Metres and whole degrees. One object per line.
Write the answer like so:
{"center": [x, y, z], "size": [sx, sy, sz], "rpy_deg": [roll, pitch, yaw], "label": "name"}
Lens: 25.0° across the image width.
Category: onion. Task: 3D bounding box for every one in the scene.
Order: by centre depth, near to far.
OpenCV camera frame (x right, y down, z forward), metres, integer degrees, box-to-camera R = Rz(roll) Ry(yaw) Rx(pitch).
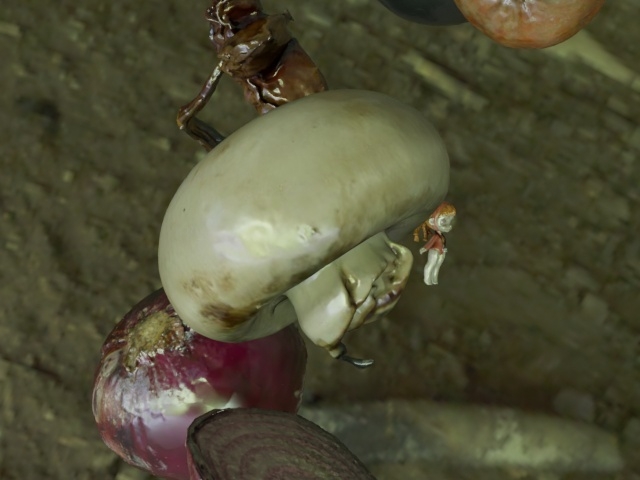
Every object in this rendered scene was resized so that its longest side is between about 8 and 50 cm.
{"center": [-0.058, 0.306, 1.699], "size": [0.250, 0.111, 0.247], "rpy_deg": [0, 33, -42], "label": "onion"}
{"center": [-0.163, 0.226, 2.163], "size": [0.337, 0.282, 0.260], "rpy_deg": [-41, 42, -10], "label": "onion"}

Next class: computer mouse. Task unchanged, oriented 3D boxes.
{"center": [0.118, -0.290, 1.594], "size": [0.264, 0.088, 0.147], "rpy_deg": [21, -16, -38], "label": "computer mouse"}

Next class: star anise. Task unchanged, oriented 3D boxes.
{"center": [-0.096, -0.216, 1.956], "size": [0.237, 0.346, 0.148], "rpy_deg": [48, 57, 4], "label": "star anise"}

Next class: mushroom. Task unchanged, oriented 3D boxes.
{"center": [0.000, 0.000, 1.643], "size": [0.362, 0.362, 0.294], "rpy_deg": [-21, 74, -49], "label": "mushroom"}

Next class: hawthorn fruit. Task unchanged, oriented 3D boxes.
{"center": [0.201, -0.239, 1.294], "size": [0.189, 0.149, 0.149], "rpy_deg": [2, 37, -51], "label": "hawthorn fruit"}

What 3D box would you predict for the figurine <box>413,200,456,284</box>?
{"center": [0.144, 0.002, 1.846], "size": [0.047, 0.109, 0.064], "rpy_deg": [11, 8, 32], "label": "figurine"}
